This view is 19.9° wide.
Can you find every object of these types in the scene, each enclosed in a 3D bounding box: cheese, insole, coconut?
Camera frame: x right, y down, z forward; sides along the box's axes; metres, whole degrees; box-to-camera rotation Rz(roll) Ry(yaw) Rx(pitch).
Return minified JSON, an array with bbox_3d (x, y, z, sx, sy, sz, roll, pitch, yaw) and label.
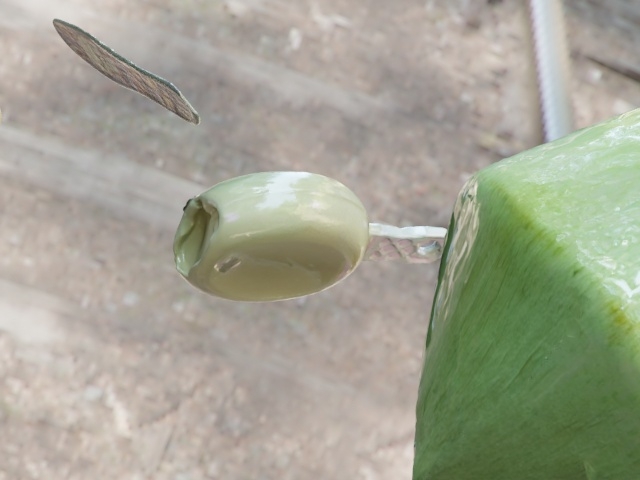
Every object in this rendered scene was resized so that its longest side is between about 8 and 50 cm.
[{"bbox_3d":[0.000,0.000,1.437,0.227,0.137,0.064,2,60,-27],"label":"cheese"},{"bbox_3d":[-0.169,-0.145,1.571,0.197,0.065,0.004,32,70,36],"label":"insole"},{"bbox_3d":[0.192,0.072,0.949,0.328,0.281,0.329,1,72,-4],"label":"coconut"}]
